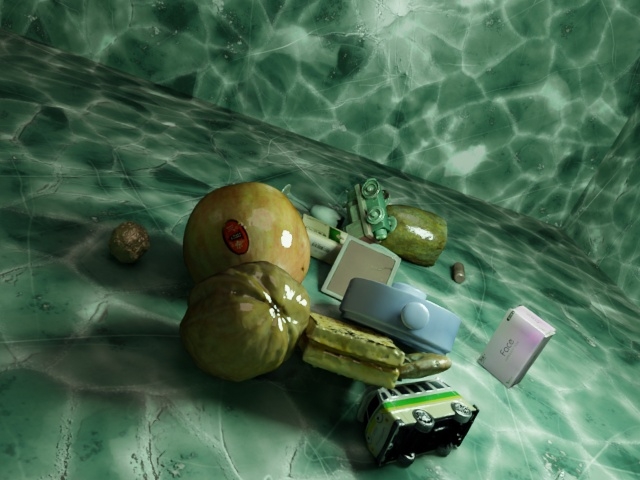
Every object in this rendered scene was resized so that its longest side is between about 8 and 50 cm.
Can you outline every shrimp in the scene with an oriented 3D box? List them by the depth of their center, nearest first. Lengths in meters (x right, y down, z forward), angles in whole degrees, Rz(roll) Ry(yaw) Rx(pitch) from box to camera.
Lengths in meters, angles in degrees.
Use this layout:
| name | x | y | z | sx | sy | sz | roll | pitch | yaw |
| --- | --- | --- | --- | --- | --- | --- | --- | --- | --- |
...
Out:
| name | x | y | z | sx | sy | sz | roll | pitch | yaw |
| --- | --- | --- | --- | --- | --- | --- | --- | --- | --- |
| shrimp | 0.232 | 0.359 | 1.547 | 0.168 | 0.317 | 0.077 | -1 | 75 | -33 |

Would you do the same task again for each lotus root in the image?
| name | x | y | z | sx | sy | sz | roll | pitch | yaw |
| --- | --- | --- | --- | --- | --- | --- | --- | --- | --- |
| lotus root | 0.386 | -0.036 | 2.510 | 0.346 | 0.250 | 0.250 | 16 | 24 | -2 |

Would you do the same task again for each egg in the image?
| name | x | y | z | sx | sy | sz | roll | pitch | yaw |
| --- | --- | --- | --- | --- | --- | --- | --- | --- | --- |
| egg | -0.590 | 0.007 | 1.705 | 0.116 | 0.118 | 0.140 | 41 | 40 | -52 |

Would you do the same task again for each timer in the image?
| name | x | y | z | sx | sy | sz | roll | pitch | yaw |
| --- | --- | --- | --- | --- | --- | --- | --- | --- | --- |
| timer | 0.257 | 0.227 | 1.729 | 0.395 | 0.173 | 0.395 | 23 | -9 | 4 |

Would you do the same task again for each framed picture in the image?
| name | x | y | z | sx | sy | sz | roll | pitch | yaw |
| --- | --- | --- | --- | --- | --- | --- | --- | --- | --- |
| framed picture | 0.155 | 0.129 | 2.063 | 0.231 | 0.018 | 0.293 | 25 | 53 | 5 |

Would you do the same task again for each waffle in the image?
| name | x | y | z | sx | sy | sz | roll | pitch | yaw |
| --- | --- | --- | --- | --- | --- | --- | --- | --- | --- |
| waffle | 0.064 | 0.285 | 1.515 | 0.261 | 0.114 | 0.376 | 20 | -3 | -4 |

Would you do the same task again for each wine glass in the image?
| name | x | y | z | sx | sy | sz | roll | pitch | yaw |
| --- | --- | --- | --- | --- | --- | --- | --- | --- | --- |
| wine glass | 0.007 | -0.206 | 2.549 | 0.310 | 0.096 | 0.264 | 30 | 66 | 16 |

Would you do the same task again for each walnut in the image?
| name | x | y | z | sx | sy | sz | roll | pitch | yaw |
| --- | --- | --- | --- | --- | --- | --- | --- | --- | --- |
| walnut | -0.198 | 0.206 | 1.401 | 0.306 | 0.306 | 0.344 | -3 | -9 | -44 |

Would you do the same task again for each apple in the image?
| name | x | y | z | sx | sy | sz | roll | pitch | yaw |
| --- | --- | --- | --- | --- | --- | --- | --- | --- | --- |
| apple | -0.229 | 0.007 | 1.694 | 0.392 | 0.391 | 0.346 | 12 | 51 | -22 |

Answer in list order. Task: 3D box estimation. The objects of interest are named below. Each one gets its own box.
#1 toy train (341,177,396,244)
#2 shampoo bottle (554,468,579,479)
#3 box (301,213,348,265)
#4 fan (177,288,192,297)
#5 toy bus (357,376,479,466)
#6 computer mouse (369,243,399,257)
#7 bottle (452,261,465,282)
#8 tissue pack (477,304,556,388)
| name | x | y | z | sx | sy | sz | roll | pitch | yaw |
| --- | --- | --- | --- | --- | --- | --- | --- | --- | --- |
| toy train | 0.199 | -0.120 | 2.398 | 0.150 | 0.222 | 0.304 | 30 | 44 | -48 |
| shampoo bottle | 0.733 | 0.707 | 1.479 | 0.212 | 0.049 | 0.072 | 36 | 31 | 26 |
| box | 0.000 | 0.000 | 2.241 | 0.212 | 0.095 | 0.168 | 24 | 26 | -8 |
| fan | -0.400 | 0.166 | 1.680 | 0.083 | 0.004 | 0.056 | -4 | 35 | -44 |
| toy bus | 0.245 | 0.464 | 1.451 | 0.306 | 0.143 | 0.179 | 2 | 29 | -36 |
| computer mouse | 0.215 | 0.096 | 2.241 | 0.159 | 0.097 | 0.288 | 32 | 21 | 21 |
| bottle | 0.640 | 0.148 | 2.548 | 0.053 | 0.053 | 0.140 | 23 | 24 | 1 |
| tissue pack | 0.670 | 0.364 | 1.890 | 0.093 | 0.246 | 0.148 | -5 | 36 | -46 |
